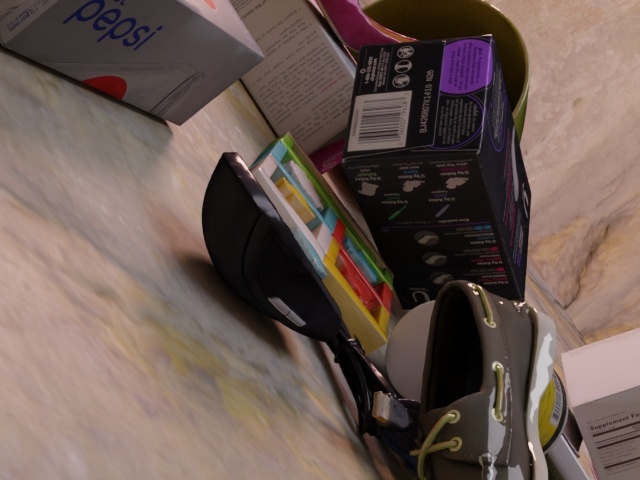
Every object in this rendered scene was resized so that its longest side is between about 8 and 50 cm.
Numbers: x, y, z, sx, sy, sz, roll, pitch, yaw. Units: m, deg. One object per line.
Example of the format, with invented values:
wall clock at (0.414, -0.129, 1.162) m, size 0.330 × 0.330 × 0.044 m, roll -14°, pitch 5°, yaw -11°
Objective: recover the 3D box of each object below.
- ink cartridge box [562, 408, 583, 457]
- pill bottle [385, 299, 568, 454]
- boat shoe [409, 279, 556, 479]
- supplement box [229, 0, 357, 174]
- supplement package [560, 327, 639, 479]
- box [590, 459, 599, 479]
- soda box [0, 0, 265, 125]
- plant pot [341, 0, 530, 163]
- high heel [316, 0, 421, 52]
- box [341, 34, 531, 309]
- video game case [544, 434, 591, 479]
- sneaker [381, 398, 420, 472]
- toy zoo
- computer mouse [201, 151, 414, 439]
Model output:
ink cartridge box at (0.272, 0.191, 1.812) m, size 0.223 × 0.045 × 0.224 m, roll 58°, pitch 11°, yaw 7°
pill bottle at (0.147, 0.134, 1.273) m, size 0.208 × 0.119 × 0.119 m, roll 39°, pitch 19°, yaw -55°
boat shoe at (0.114, 0.152, 1.038) m, size 0.091 × 0.109 × 0.305 m, roll 30°, pitch 41°, yaw -13°
supplement box at (-0.026, -0.198, 1.539) m, size 0.220 × 0.114 × 0.111 m, roll 56°, pitch 10°, yaw 13°
supplement package at (0.462, 0.270, 1.821) m, size 0.199 × 0.198 × 0.263 m, roll -71°, pitch 140°, yaw -73°
box at (0.568, 0.367, 2.027) m, size 0.213 × 0.243 × 0.117 m, roll 52°, pitch 11°, yaw -14°
soda box at (-0.145, -0.169, 0.991) m, size 0.091 × 0.098 × 0.286 m, roll 57°, pitch 11°, yaw 14°
plant pot at (0.147, -0.129, 1.787) m, size 0.275 × 0.275 × 0.293 m, roll 62°, pitch -3°, yaw 32°
high heel at (0.082, -0.242, 1.526) m, size 0.244 × 0.117 × 0.082 m, roll 52°, pitch 10°, yaw -22°
box at (0.131, -0.065, 1.440) m, size 0.270 × 0.143 × 0.165 m, roll 65°, pitch 29°, yaw -49°
video game case at (0.224, 0.207, 1.462) m, size 0.227 × 0.026 × 0.206 m, roll 59°, pitch -6°, yaw 20°
sneaker at (0.097, 0.178, 1.126) m, size 0.144 × 0.059 × 0.053 m, roll 30°, pitch 50°, yaw -25°
toy zoo at (0.000, 0.000, 1.277) m, size 0.192 × 0.030 × 0.293 m, roll 53°, pitch 11°, yaw -8°
computer mouse at (-0.014, 0.059, 0.989) m, size 0.184 × 0.060 × 0.262 m, roll 57°, pitch -1°, yaw 30°
